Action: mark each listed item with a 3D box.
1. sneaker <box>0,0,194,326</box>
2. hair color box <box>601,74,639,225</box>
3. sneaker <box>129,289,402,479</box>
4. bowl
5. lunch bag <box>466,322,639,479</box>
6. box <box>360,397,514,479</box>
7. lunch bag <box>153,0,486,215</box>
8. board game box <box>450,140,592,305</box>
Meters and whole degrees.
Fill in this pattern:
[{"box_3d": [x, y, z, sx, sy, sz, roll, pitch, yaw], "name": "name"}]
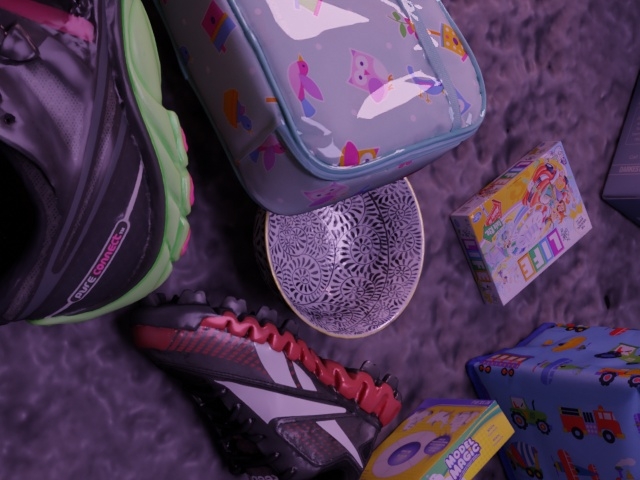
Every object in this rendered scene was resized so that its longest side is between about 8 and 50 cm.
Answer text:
[{"box_3d": [-0.229, -0.161, 0.894, 0.202, 0.185, 0.482, -28, 107, -39], "name": "sneaker"}, {"box_3d": [0.459, -0.174, 1.496, 0.185, 0.114, 0.374, 31, 72, -35], "name": "hair color box"}, {"box_3d": [-0.050, 0.133, 1.100, 0.276, 0.098, 0.135, 31, 70, -37], "name": "sneaker"}, {"box_3d": [0.000, 0.000, 1.144, 0.170, 0.080, 0.170, 5, 81, -37], "name": "bowl"}, {"box_3d": [0.288, 0.241, 1.298, 0.138, 0.221, 0.293, -20, 104, -37], "name": "lunch bag"}, {"box_3d": [0.079, 0.211, 1.202, 0.179, 0.105, 0.043, -43, 109, -30], "name": "box"}, {"box_3d": [-0.001, -0.175, 1.075, 0.224, 0.108, 0.279, -20, 82, -35], "name": "lunch bag"}, {"box_3d": [0.203, -0.019, 1.348, 0.154, 0.026, 0.103, -37, 114, -32], "name": "board game box"}]
